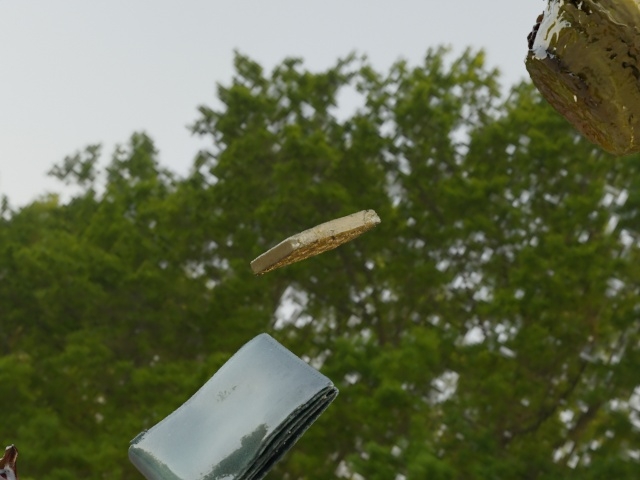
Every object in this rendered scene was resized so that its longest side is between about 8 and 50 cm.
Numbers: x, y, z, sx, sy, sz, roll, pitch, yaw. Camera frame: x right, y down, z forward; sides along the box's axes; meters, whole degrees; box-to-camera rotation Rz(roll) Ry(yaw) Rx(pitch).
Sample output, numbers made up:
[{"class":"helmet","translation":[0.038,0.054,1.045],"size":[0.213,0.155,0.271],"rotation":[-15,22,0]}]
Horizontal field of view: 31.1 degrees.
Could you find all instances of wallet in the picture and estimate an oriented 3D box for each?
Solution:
[{"class":"wallet","translation":[-0.134,0.271,1.677],"size":[0.054,0.290,0.251],"rotation":[50,-12,-32]}]

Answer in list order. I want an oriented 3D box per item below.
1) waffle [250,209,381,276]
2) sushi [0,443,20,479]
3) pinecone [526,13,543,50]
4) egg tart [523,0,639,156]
[{"class":"waffle","translation":[0.000,0.000,1.191],"size":[0.092,0.135,0.021],"rotation":[-33,-99,52]},{"class":"sushi","translation":[-0.428,0.299,1.128],"size":[0.196,0.182,0.343],"rotation":[-20,-22,20]},{"class":"pinecone","translation":[0.340,-0.276,1.617],"size":[0.102,0.109,0.102],"rotation":[4,-69,11]},{"class":"egg tart","translation":[0.324,-0.188,1.297],"size":[0.294,0.123,0.294],"rotation":[49,4,-4]}]
